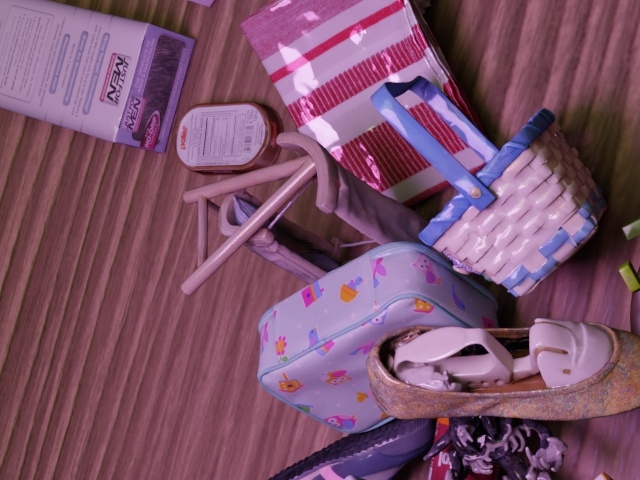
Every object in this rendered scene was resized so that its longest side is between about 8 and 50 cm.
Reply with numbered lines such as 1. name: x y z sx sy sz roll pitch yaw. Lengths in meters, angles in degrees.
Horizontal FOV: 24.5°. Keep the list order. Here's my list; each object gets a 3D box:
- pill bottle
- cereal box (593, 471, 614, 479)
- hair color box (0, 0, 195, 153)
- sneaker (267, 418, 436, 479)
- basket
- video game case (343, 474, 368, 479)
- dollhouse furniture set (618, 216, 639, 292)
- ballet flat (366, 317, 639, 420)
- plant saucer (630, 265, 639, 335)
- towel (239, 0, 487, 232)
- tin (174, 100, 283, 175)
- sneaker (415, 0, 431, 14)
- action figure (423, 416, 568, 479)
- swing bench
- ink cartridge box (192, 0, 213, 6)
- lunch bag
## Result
1. pill bottle: 0.176 0.285 1.808 0.086 0.086 0.152 7 87 38
2. cereal box: 0.287 0.390 1.630 0.240 0.173 0.047 -47 24 9
3. hair color box: -0.383 -0.270 2.313 0.374 0.114 0.185 18 94 39
4. sneaker: 0.037 0.332 1.916 0.319 0.112 0.131 -31 94 24
5. basket: 0.188 -0.081 1.728 0.201 0.255 0.289 -42 85 19
6. video game case: 0.126 0.379 1.762 0.023 0.193 0.212 -43 59 10
7. dollhouse furniture set: 0.390 0.044 1.665 0.076 0.058 0.151 -30 85 22
8. ballet flat: 0.216 0.136 1.638 0.349 0.123 0.123 -5 79 18
9. plant saucer: 0.478 0.078 1.638 0.311 0.050 0.310 -6 79 36
10. towel: 0.058 -0.196 1.925 0.237 0.037 0.329 -28 93 32
11. tin: -0.138 -0.151 2.155 0.190 0.040 0.106 0 78 38
12. sneaker: 0.038 -0.315 2.005 0.293 0.102 0.146 -51 56 19
13. action figure: 0.221 0.272 1.692 0.164 0.141 0.275 -41 85 13
14. swing bench: 0.000 0.000 1.863 0.255 0.253 0.165 -30 44 30
15. ink cartridge box: -0.171 -0.496 2.196 0.237 0.100 0.172 -50 57 19
16. lunch bag: 0.071 0.125 1.809 0.279 0.224 0.108 -31 46 32
